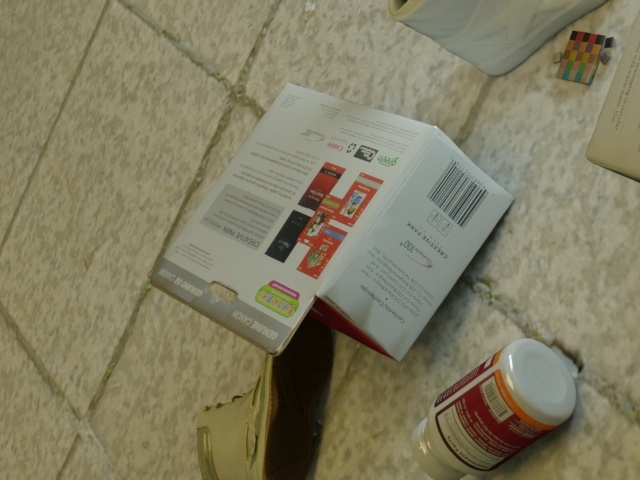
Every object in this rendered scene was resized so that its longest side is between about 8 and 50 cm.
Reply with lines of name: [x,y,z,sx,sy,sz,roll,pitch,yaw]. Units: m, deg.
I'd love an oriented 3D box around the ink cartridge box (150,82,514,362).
ink cartridge box: [0.000,0.000,1.792,0.272,0.130,0.309,-54,31,-7]

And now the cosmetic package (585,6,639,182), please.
cosmetic package: [0.386,-0.094,1.297,0.365,0.155,0.197,28,98,57]

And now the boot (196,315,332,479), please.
boot: [-0.067,0.173,1.925,0.165,0.077,0.213,-13,64,57]

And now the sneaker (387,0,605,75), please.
sneaker: [0.191,-0.282,1.679,0.292,0.169,0.108,-43,40,35]

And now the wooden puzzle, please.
wooden puzzle: [0.252,-0.176,1.681,0.083,0.006,0.049,23,94,58]

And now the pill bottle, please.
pill bottle: [0.153,0.159,1.585,0.152,0.086,0.086,-41,43,39]
